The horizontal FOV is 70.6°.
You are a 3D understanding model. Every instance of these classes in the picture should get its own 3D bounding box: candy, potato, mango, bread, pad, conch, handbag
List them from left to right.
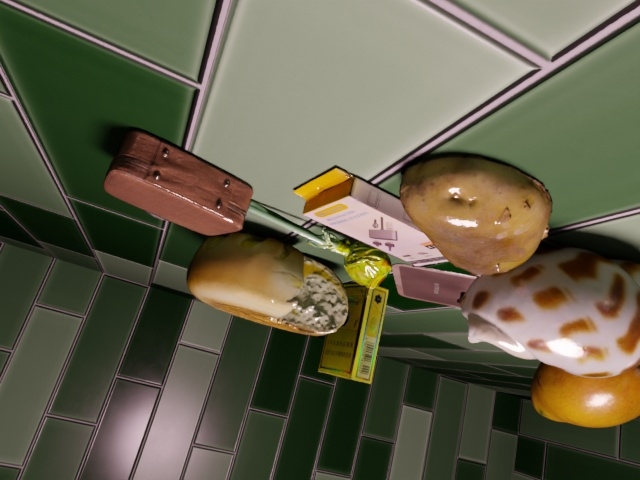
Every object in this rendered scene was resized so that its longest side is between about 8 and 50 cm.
[{"bbox_3d":[-0.212,-0.074,0.664,0.194,0.072,0.151,25,161,-33],"label":"handbag"},{"bbox_3d":[-0.108,0.087,0.927,0.333,0.159,0.333,15,161,5],"label":"bread"},{"bbox_3d":[0.001,-0.003,0.748,0.262,0.073,0.077,26,142,-12],"label":"candy"},{"bbox_3d":[0.242,0.101,0.943,0.176,0.002,0.266,9,162,17],"label":"pad"},{"bbox_3d":[0.170,-0.016,0.519,0.164,0.080,0.200,-1,154,44],"label":"potato"},{"bbox_3d":[0.331,0.081,0.577,0.275,0.182,0.148,2,137,-12],"label":"conch"},{"bbox_3d":[0.535,0.282,0.915,0.173,0.211,0.317,45,161,21],"label":"mango"}]

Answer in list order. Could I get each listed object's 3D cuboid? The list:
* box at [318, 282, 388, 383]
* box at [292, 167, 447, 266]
[{"bbox_3d":[0.076,0.212,1.063,0.064,0.219,0.141,24,162,-27],"label":"box"},{"bbox_3d":[0.088,-0.022,0.639,0.247,0.033,0.129,23,162,-24],"label":"box"}]
